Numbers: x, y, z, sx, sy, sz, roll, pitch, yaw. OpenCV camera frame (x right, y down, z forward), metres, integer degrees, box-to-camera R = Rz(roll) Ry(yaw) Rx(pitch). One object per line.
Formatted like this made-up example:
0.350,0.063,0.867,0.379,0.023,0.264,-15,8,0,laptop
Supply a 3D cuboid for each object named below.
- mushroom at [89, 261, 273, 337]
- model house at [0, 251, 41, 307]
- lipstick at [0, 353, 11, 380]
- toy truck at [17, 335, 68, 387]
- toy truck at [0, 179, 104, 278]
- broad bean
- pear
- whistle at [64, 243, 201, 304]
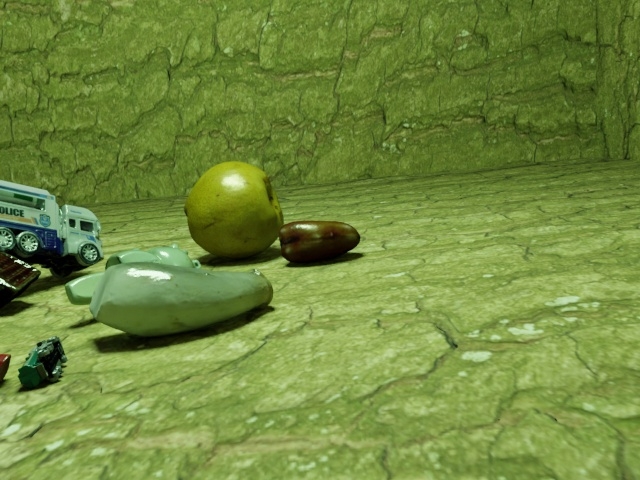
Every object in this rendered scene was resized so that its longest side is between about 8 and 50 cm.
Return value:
-0.188,0.085,0.990,0.270,0.103,0.118,2,13,-24,mushroom
-0.576,0.084,1.174,0.152,0.106,0.165,3,25,13,model house
-0.515,0.153,0.827,0.274,0.068,0.061,1,3,-3,lipstick
-0.343,0.150,0.843,0.044,0.039,0.083,-20,14,-7,toy truck
-0.564,-0.022,1.334,0.124,0.155,0.268,-21,-21,35,toy truck
0.000,0.000,1.375,0.165,0.084,0.114,-4,4,-32,broad bean
-0.189,-0.061,1.456,0.208,0.209,0.209,-5,10,1,pear
-0.301,0.065,1.131,0.244,0.110,0.092,-15,-17,-43,whistle
